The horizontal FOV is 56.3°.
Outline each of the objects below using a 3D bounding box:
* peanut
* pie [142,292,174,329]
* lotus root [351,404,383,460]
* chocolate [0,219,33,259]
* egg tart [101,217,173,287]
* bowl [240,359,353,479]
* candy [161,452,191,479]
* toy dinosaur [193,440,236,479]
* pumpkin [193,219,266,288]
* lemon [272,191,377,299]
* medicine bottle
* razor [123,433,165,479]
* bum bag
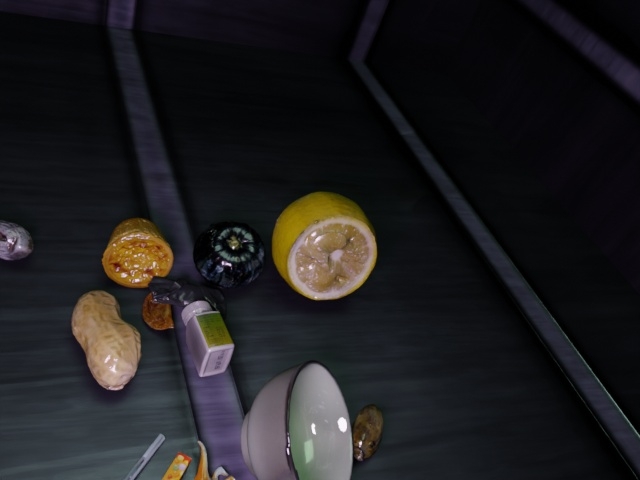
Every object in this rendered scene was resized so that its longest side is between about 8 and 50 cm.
[{"bbox_3d":[-0.568,0.251,1.580,0.149,0.149,0.313,-14,45,-36],"label":"peanut"},{"bbox_3d":[-0.478,0.199,1.760,0.088,0.033,0.191,-4,38,-14],"label":"pie"},{"bbox_3d":[0.126,0.530,1.648,0.089,0.080,0.179,44,35,-9],"label":"lotus root"},{"bbox_3d":[-0.940,-0.019,1.724,0.248,0.110,0.110,27,40,4],"label":"chocolate"},{"bbox_3d":[-0.551,0.030,1.811,0.203,0.202,0.147,5,29,-21],"label":"egg tart"},{"bbox_3d":[-0.073,0.484,1.468,0.185,0.354,0.354,-16,34,22],"label":"bowl"},{"bbox_3d":[-0.349,0.563,1.393,0.038,0.062,0.122,27,39,2],"label":"candy"},{"bbox_3d":[-0.274,0.598,1.414,0.142,0.057,0.212,-36,53,-26],"label":"toy dinosaur"},{"bbox_3d":[-0.292,0.044,1.920,0.233,0.163,0.233,11,52,-15],"label":"pumpkin"},{"bbox_3d":[0.000,0.000,1.991,0.364,0.364,0.364,14,40,-12],"label":"lemon"},{"bbox_3d":[-0.321,0.267,1.681,0.088,0.132,0.188,-6,48,-31],"label":"medicine bottle"},{"bbox_3d":[-0.430,0.537,1.404,0.084,0.036,0.211,30,40,5],"label":"razor"},{"bbox_3d":[-0.393,0.165,1.793,0.248,0.060,0.123,24,28,-34],"label":"bum bag"}]
